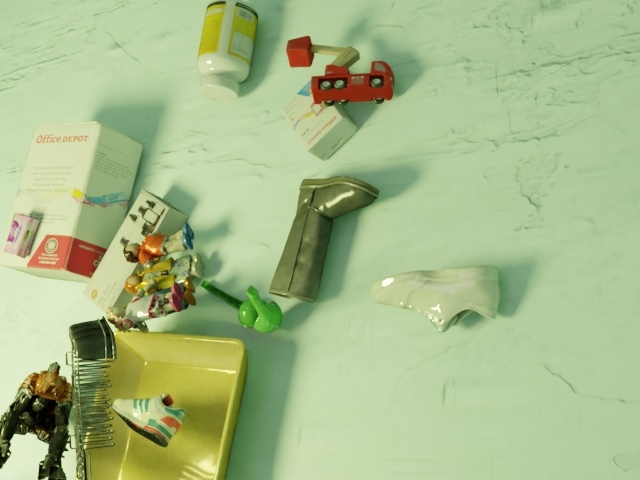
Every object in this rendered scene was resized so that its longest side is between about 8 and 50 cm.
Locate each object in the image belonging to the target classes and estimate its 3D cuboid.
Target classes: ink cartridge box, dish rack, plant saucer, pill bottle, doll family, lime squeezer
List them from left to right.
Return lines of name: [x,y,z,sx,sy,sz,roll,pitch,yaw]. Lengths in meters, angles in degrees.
ink cartridge box: [-0.509,-0.075,2.088,0.226,0.131,0.306,4,75,39]
dish rack: [-0.386,0.275,1.725,0.208,0.074,0.271,-162,70,-73]
doll family: [-0.301,0.096,1.848,0.163,0.118,0.263,-17,36,16]
plant saucer: [-0.262,0.330,1.772,0.333,0.081,0.332,0,73,37]
pill bottle: [-0.182,-0.365,1.972,0.103,0.103,0.184,-5,69,36]
lime squeezer: [-0.127,0.115,1.743,0.058,0.110,0.310,-68,19,-7]
ink cartridge box: [-0.003,-0.214,1.809,0.088,0.052,0.122,-43,53,14]

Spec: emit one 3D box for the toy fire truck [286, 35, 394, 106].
toy fire truck: [0.034,-0.298,1.781,0.192,0.047,0.135,-2,53,9]

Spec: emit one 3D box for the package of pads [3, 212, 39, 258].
package of pads: [-0.591,-0.009,2.021,0.050,0.032,0.083,13,83,38]

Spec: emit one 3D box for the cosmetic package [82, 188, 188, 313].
cosmetic package: [-0.360,0.028,1.980,0.099,0.060,0.239,31,92,42]

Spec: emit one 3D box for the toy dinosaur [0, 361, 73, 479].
toy dinosaur: [-0.520,0.312,1.866,0.164,0.322,0.218,10,63,6]

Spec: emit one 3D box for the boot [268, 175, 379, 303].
boot: [0.002,0.001,1.705,0.190,0.076,0.208,-3,63,52]

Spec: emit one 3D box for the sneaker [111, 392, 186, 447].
sneaker: [-0.285,0.289,1.727,0.161,0.057,0.075,15,57,47]

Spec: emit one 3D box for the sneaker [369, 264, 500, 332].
sneaker: [0.169,0.093,1.546,0.212,0.080,0.094,-9,79,33]
